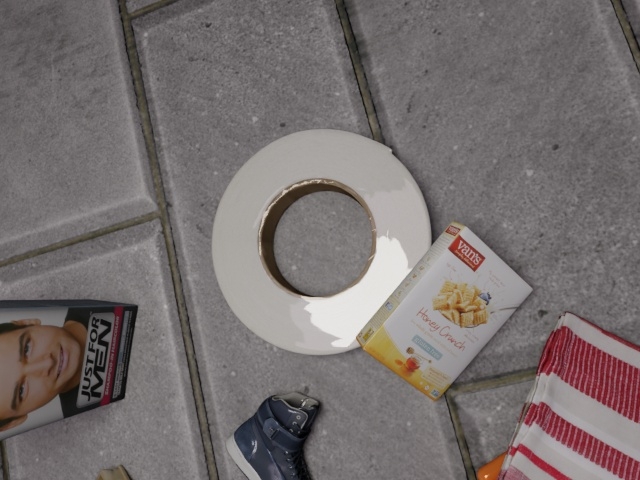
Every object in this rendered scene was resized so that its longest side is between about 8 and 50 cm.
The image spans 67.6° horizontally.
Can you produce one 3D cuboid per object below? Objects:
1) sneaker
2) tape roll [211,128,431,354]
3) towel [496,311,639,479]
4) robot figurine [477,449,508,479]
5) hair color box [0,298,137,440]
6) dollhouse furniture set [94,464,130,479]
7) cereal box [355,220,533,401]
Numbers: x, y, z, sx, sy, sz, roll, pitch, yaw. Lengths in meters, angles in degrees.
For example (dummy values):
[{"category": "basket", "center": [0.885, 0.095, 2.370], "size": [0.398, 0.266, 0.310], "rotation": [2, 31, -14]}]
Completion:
[{"category": "sneaker", "center": [-0.034, 0.362, 0.792], "size": [0.226, 0.086, 0.163], "rotation": [43, 97, 15]}, {"category": "tape roll", "center": [0.000, 0.000, 0.837], "size": [0.391, 0.072, 0.392], "rotation": [-2, 83, 14]}, {"category": "towel", "center": [0.397, 0.279, 0.653], "size": [0.237, 0.037, 0.329], "rotation": [28, 62, 14]}, {"category": "robot figurine", "center": [0.304, 0.403, 0.683], "size": [0.219, 0.158, 0.128], "rotation": [-26, 121, -1]}, {"category": "hair color box", "center": [-0.458, 0.191, 0.761], "size": [0.113, 0.374, 0.186], "rotation": [5, 85, 13]}, {"category": "dollhouse furniture set", "center": [-0.371, 0.538, 0.865], "size": [0.161, 0.101, 0.182], "rotation": [34, 92, 39]}, {"category": "cereal box", "center": [0.194, 0.114, 0.747], "size": [0.173, 0.047, 0.240], "rotation": [38, 94, -20]}]
